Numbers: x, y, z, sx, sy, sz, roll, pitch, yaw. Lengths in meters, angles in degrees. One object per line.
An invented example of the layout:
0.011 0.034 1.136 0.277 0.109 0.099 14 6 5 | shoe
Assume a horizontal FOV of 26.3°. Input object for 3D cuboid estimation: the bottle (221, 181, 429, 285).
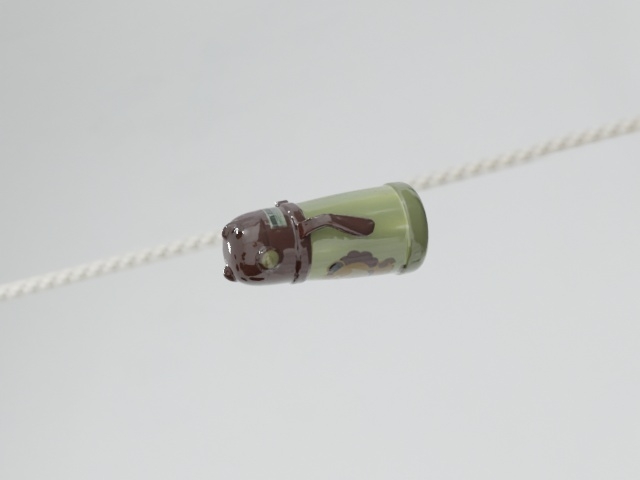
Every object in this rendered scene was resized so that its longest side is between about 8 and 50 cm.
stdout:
0.000 0.001 0.671 0.063 0.101 0.047 101 152 -43 | bottle
